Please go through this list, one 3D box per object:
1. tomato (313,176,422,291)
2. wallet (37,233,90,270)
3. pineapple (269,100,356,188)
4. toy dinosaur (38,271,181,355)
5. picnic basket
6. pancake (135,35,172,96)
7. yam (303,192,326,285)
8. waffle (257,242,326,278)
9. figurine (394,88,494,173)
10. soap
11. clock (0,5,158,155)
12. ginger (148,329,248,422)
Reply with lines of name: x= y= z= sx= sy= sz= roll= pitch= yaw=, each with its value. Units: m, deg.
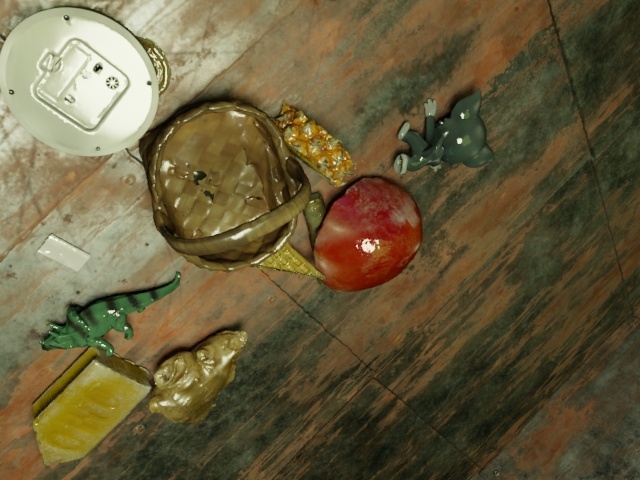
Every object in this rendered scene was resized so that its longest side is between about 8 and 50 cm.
tomato: x=0.140 y=0.002 z=1.095 sx=0.309 sy=0.170 sz=0.308 roll=-18 pitch=116 yaw=-42
wallet: x=-0.495 y=0.024 z=0.889 sx=0.044 sy=0.011 sz=0.083 roll=-50 pitch=127 yaw=2
pineapple: x=-0.003 y=-0.190 z=0.978 sx=0.233 sy=0.135 sz=0.079 roll=37 pitch=92 yaw=-35
toy dinosaur: x=-0.424 y=0.165 z=0.961 sx=0.292 sy=0.079 sz=0.119 roll=-16 pitch=122 yaw=-25
picnic basket: x=-0.156 y=-0.075 z=0.839 sx=0.293 sy=0.337 sz=0.337 roll=-26 pitch=124 yaw=-15
pancake: x=-0.322 y=-0.305 z=0.821 sx=0.115 sy=0.011 sz=0.114 roll=-14 pitch=121 yaw=-24
yam: x=0.000 y=0.000 z=1.121 sx=0.061 sy=0.061 sz=0.252 roll=-23 pitch=124 yaw=-18
waffle: x=-0.071 y=0.071 z=1.070 sx=0.097 sy=0.153 sz=0.023 roll=-46 pitch=160 yaw=-5
figurine: x=0.292 y=-0.249 z=1.114 sx=0.265 sy=0.140 sz=0.192 roll=-24 pitch=107 yaw=-34
soap: x=-0.520 y=0.367 z=1.005 sx=0.257 sy=0.080 sz=0.160 roll=-46 pitch=126 yaw=-2
clock: x=-0.388 y=-0.258 z=0.756 sx=0.231 sy=0.083 sz=0.230 roll=-9 pitch=116 yaw=-19
ginger: x=-0.281 y=0.304 z=1.079 sx=0.270 sy=0.123 sz=0.219 roll=-59 pitch=145 yaw=1
